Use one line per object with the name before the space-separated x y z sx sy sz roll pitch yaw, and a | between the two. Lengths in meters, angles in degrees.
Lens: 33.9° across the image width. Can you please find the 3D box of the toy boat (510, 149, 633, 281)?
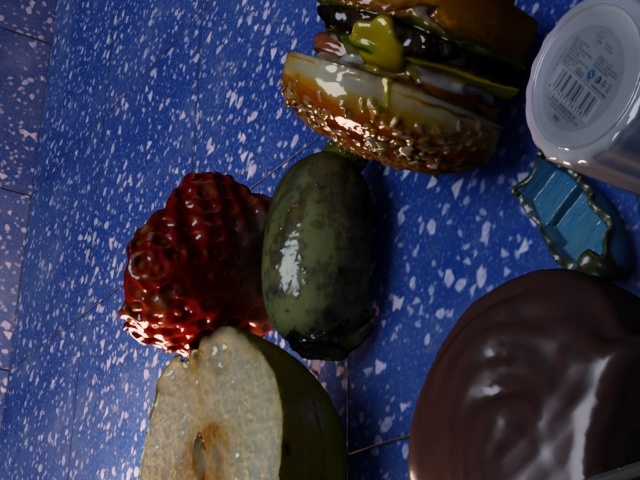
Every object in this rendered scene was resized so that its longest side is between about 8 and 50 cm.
toy boat | 0.249 -0.018 1.049 0.075 0.077 0.185 -57 35 26

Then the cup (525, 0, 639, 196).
cup | 0.307 -0.132 0.883 0.221 0.202 0.167 -59 35 27

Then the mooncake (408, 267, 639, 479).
mooncake | 0.214 0.204 0.918 0.326 0.174 0.334 -64 31 13

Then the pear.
pear | -0.077 0.310 1.325 0.340 0.191 0.387 -38 45 40

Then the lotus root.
lotus root | 0.000 0.000 1.389 0.173 0.173 0.309 -22 56 54

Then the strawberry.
strawberry | -0.137 0.047 1.444 0.149 0.336 0.265 10 103 22

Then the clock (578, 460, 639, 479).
clock | 0.269 0.230 0.756 0.071 0.192 0.147 145 112 -65

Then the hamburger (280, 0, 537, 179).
hamburger | 0.100 -0.194 1.199 0.291 0.291 0.225 31 104 59
